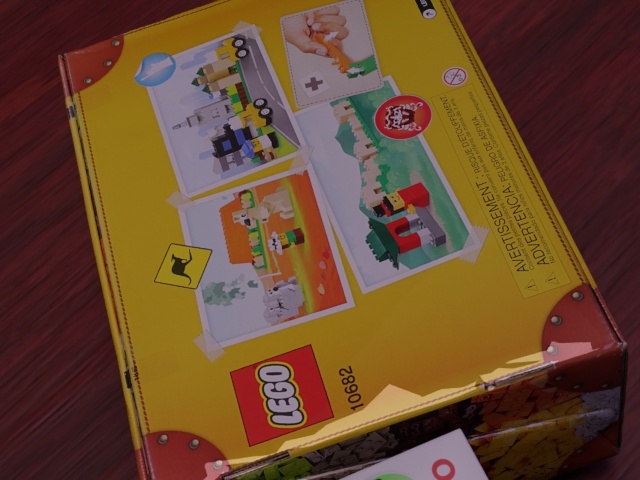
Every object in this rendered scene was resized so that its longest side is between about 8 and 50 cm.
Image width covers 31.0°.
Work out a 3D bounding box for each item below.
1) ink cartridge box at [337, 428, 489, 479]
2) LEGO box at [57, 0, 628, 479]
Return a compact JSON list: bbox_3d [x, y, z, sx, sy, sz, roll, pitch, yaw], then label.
[{"bbox_3d":[0.031,0.309,0.842,0.270,0.197,0.198,-23,51,-6],"label":"ink cartridge box"},{"bbox_3d":[0.000,0.000,1.039,0.372,0.193,0.500,-19,54,0],"label":"LEGO box"}]
